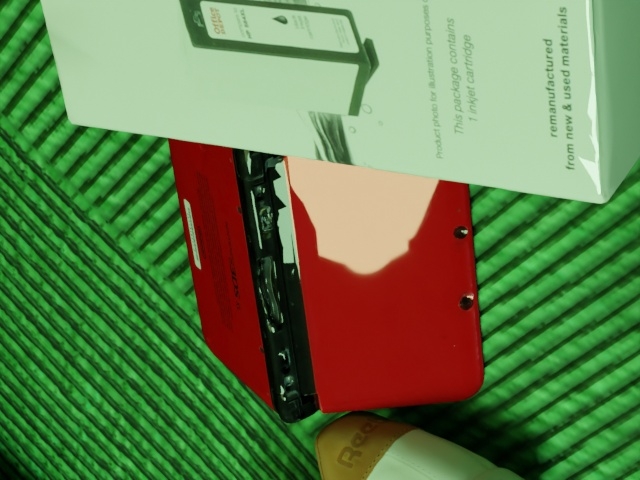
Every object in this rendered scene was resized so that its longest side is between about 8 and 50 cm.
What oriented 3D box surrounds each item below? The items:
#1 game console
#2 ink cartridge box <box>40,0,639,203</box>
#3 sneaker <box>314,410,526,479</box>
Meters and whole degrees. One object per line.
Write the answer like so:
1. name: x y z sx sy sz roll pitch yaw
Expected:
1. game console: 0.000 0.000 0.739 0.124 0.085 0.144 36 140 52
2. ink cartridge box: 0.026 -0.095 0.571 0.203 0.148 0.086 10 125 28
3. sneaker: 0.018 0.202 0.811 0.123 0.106 0.290 30 123 25
